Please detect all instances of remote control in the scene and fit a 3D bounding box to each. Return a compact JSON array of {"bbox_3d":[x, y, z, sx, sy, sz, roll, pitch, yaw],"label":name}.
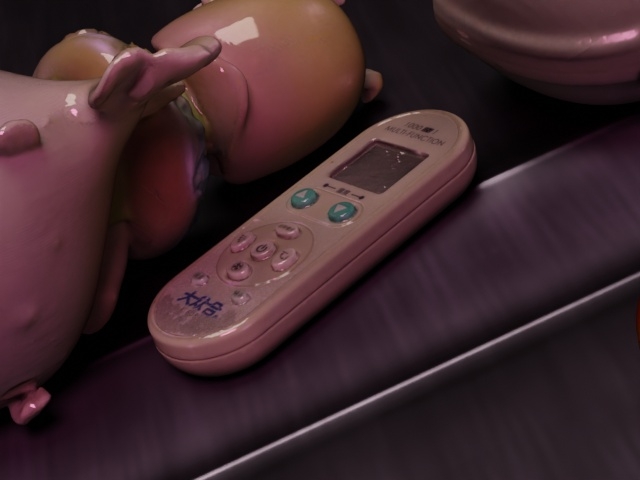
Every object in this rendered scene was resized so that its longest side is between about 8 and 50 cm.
[{"bbox_3d":[0.000,0.000,0.826,0.221,0.042,0.078,-38,34,-25],"label":"remote control"}]

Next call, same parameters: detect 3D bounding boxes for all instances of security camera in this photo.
[{"bbox_3d":[0.195,-0.190,0.871,0.277,0.197,0.191,-38,48,-9],"label":"security camera"}]

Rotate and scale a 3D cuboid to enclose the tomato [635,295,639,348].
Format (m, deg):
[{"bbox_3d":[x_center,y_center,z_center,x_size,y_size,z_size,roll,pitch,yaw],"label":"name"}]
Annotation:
[{"bbox_3d":[0.177,0.040,0.631,0.087,0.075,0.087,-3,30,2],"label":"tomato"}]

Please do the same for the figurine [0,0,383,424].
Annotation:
[{"bbox_3d":[-0.102,-0.060,0.838,0.394,0.226,0.274,-28,-1,-37],"label":"figurine"}]
